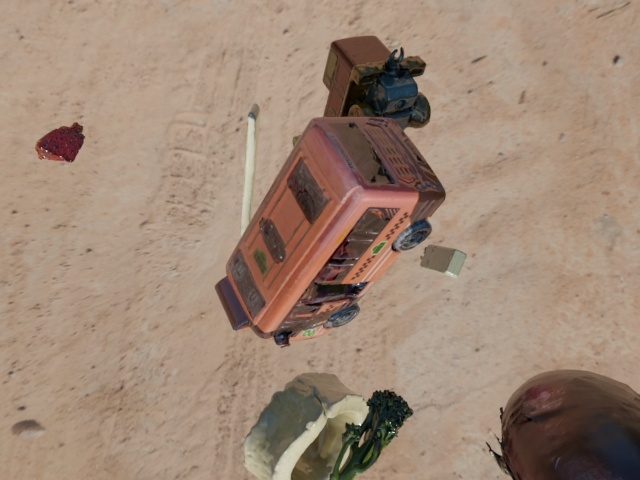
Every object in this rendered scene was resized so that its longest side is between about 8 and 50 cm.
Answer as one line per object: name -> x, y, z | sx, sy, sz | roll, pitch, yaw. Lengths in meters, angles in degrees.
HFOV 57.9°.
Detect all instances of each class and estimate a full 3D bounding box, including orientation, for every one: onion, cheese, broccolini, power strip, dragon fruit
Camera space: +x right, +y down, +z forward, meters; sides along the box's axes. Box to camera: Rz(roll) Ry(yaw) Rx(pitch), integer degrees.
onion -> 0.361, 0.279, 0.669 | 0.314, 0.314, 0.232 | 43, 110, -7
cheese -> -0.030, 0.505, 1.510 | 0.332, 0.153, 0.292 | -55, 140, -12
broccolini -> 0.000, 0.358, 0.839 | 0.074, 0.078, 0.392 | 42, 53, 14
power strip -> 0.407, 0.066, 1.985 | 0.053, 0.288, 0.093 | 23, 89, -11
cheese -> -0.201, -0.187, 1.638 | 0.034, 0.085, 0.400 | 6, 123, -5
dragon fruit -> -0.679, -0.258, 1.510 | 0.097, 0.063, 0.131 | 33, 53, -29

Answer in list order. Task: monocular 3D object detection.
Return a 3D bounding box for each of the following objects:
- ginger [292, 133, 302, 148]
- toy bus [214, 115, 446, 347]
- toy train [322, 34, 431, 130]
ginger -> 0.040, -0.256, 1.496 | 0.295, 0.131, 0.086 | -25, 121, -43
toy bus -> 0.000, 0.000, 0.996 | 0.233, 0.427, 0.203 | -4, 53, -39
toy train -> 0.095, -0.270, 1.223 | 0.163, 0.369, 0.231 | -15, 57, -24
